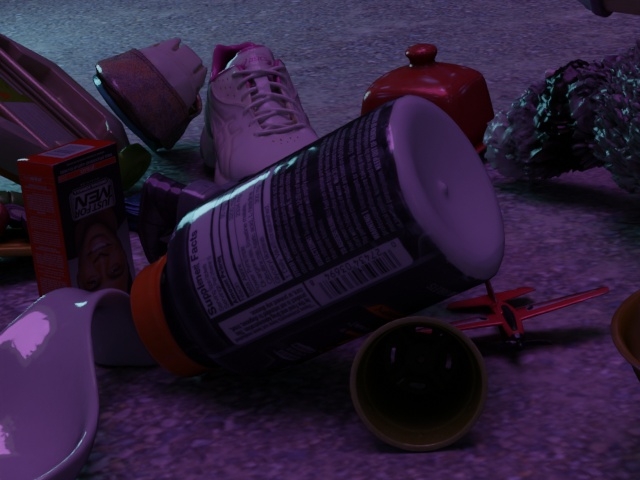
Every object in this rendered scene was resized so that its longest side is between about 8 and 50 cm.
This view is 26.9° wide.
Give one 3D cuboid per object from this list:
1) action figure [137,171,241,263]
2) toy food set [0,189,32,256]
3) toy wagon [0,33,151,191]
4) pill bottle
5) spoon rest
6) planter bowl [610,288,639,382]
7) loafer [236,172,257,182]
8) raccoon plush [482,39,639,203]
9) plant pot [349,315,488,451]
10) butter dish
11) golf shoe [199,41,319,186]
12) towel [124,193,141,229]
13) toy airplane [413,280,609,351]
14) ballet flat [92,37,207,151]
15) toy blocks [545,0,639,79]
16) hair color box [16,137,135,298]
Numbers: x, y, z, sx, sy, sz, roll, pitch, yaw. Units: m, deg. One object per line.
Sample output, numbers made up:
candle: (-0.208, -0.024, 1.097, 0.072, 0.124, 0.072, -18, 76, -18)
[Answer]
action figure: (0.000, 0.000, 1.062, 0.285, 0.099, 0.185, 9, 19, 31)
toy food set: (-0.300, -0.027, 1.205, 0.218, 0.071, 0.128, -3, 9, -22)
toy wagon: (-0.329, -0.142, 1.337, 0.267, 0.068, 0.344, 41, 17, 13)
pill bottle: (-0.012, 0.011, 0.890, 0.246, 0.130, 0.130, -26, 7, 30)
spoon rest: (-0.182, 0.096, 0.848, 0.137, 0.084, 0.276, 0, 19, 15)
planter bowl: (0.270, 0.087, 0.732, 0.217, 0.090, 0.217, -4, 19, 1)
loafer: (0.021, -0.041, 1.175, 0.223, 0.078, 0.076, 1, 61, 16)
raccoon plush: (0.264, -0.036, 1.081, 0.299, 0.216, 0.446, -41, 8, -39)
plant pot: (0.062, 0.082, 0.844, 0.083, 0.083, 0.079, -4, 6, 5)
butter dish: (0.112, -0.152, 1.436, 0.160, 0.118, 0.160, 4, 20, 28)
golf shoe: (-0.064, -0.121, 1.364, 0.115, 0.140, 0.306, -8, 20, -17)
towel: (-0.132, -0.028, 1.278, 0.119, 0.029, 0.067, 6, 21, 32)
toy airplane: (0.129, 0.052, 0.972, 0.151, 0.028, 0.151, -11, 18, 4)
ballet flat: (-0.174, -0.164, 1.435, 0.106, 0.107, 0.316, -41, 5, -2)
toy blocks: (0.350, -0.257, 1.313, 0.260, 0.288, 0.309, 16, 12, 35)
hair color box: (-0.188, -0.002, 1.046, 0.043, 0.141, 0.072, 9, 24, 36)
